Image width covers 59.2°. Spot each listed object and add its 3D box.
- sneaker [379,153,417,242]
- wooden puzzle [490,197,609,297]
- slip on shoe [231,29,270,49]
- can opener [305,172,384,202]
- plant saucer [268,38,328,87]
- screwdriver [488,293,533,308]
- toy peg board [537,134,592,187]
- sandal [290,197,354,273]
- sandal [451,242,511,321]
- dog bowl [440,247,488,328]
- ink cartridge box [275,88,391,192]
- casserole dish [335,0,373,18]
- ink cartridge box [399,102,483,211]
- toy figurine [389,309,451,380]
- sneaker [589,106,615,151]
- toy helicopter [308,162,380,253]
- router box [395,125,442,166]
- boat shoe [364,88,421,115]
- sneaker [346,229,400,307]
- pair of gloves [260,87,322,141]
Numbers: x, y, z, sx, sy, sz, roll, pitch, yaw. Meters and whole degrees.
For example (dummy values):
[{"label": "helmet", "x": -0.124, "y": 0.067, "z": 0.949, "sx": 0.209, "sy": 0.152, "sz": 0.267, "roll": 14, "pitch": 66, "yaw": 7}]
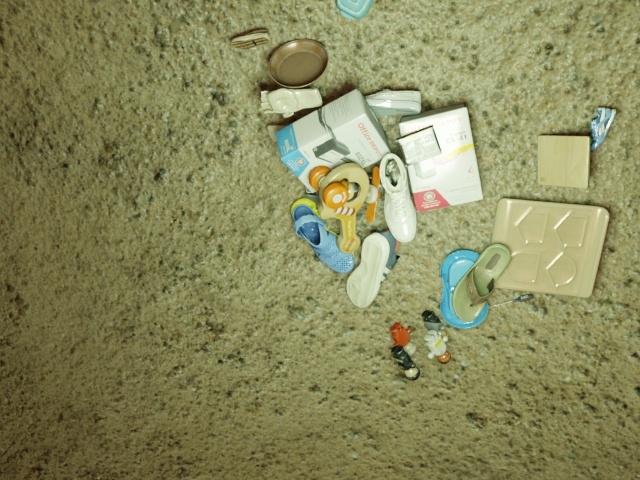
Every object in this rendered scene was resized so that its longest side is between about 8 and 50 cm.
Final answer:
[{"label": "sneaker", "x": 0.244, "y": -0.136, "z": 1.833, "sx": 0.108, "sy": 0.169, "sz": 0.293, "roll": -10, "pitch": 87, "yaw": 15}, {"label": "wooden puzzle", "x": 0.761, "y": 0.021, "z": 1.921, "sx": 0.347, "sy": 0.080, "sz": 0.323, "roll": 7, "pitch": 110, "yaw": 12}, {"label": "slip on shoe", "x": -0.231, "y": -0.671, "z": 1.871, "sx": 0.135, "sy": 0.051, "sz": 0.041, "roll": -6, "pitch": 68, "yaw": 20}, {"label": "can opener", "x": 0.085, "y": -0.184, "z": 1.979, "sx": 0.283, "sy": 0.076, "sz": 0.095, "roll": 0, "pitch": 141, "yaw": 9}, {"label": "plant saucer", "x": -0.069, "y": -0.566, "z": 1.832, "sx": 0.198, "sy": 0.036, "sz": 0.199, "roll": -4, "pitch": 65, "yaw": 8}, {"label": "screwdriver", "x": 0.680, "y": 0.219, "z": 2.032, "sx": 0.169, "sy": 0.024, "sz": 0.025, "roll": -15, "pitch": 76, "yaw": 21}, {"label": "toy peg board", "x": 0.791, "y": -0.260, "z": 1.806, "sx": 0.160, "sy": 0.079, "sz": 0.161, "roll": 12, "pitch": 115, "yaw": 45}, {"label": "sandal", "x": 0.000, "y": 0.000, "z": 2.011, "sx": 0.126, "sy": 0.138, "sz": 0.317, "roll": -41, "pitch": 100, "yaw": 18}, {"label": "sandal", "x": 0.540, "y": 0.146, "z": 1.913, "sx": 0.120, "sy": 0.086, "sz": 0.303, "roll": 24, "pitch": 111, "yaw": 1}, {"label": "dog bowl", "x": 0.511, "y": 0.164, "z": 2.011, "sx": 0.165, "sy": 0.074, "sz": 0.298, "roll": -1, "pitch": 109, "yaw": 10}, {"label": "ink cartridge box", "x": 0.044, "y": -0.317, "z": 1.840, "sx": 0.307, "sy": 0.129, "sz": 0.223, "roll": -25, "pitch": 143, "yaw": 17}, {"label": "casserole dish", "x": 0.120, "y": -0.792, "z": 1.769, "sx": 0.114, "sy": 0.037, "sz": 0.189, "roll": 28, "pitch": 112, "yaw": 0}, {"label": "ink cartridge box", "x": 0.395, "y": -0.270, "z": 1.852, "sx": 0.225, "sy": 0.131, "sz": 0.307, "roll": -11, "pitch": 108, "yaw": 14}, {"label": "toy figurine", "x": 0.365, "y": 0.380, "z": 2.040, "sx": 0.209, "sy": 0.213, "sz": 0.148, "roll": -27, "pitch": 112, "yaw": 15}, {"label": "sneaker", "x": 0.875, "y": -0.353, "z": 1.782, "sx": 0.059, "sy": 0.053, "sz": 0.144, "roll": 19, "pitch": 104, "yaw": 5}, {"label": "toy helicopter", "x": 0.103, "y": -0.105, "z": 1.885, "sx": 0.234, "sy": 0.140, "sz": 0.355, "roll": -20, "pitch": 133, "yaw": -16}, {"label": "router box", "x": 0.309, "y": -0.296, "z": 1.769, "sx": 0.122, "sy": 0.038, "sz": 0.092, "roll": -18, "pitch": 105, "yaw": 18}, {"label": "boat shoe", "x": 0.220, "y": -0.459, "z": 1.854, "sx": 0.226, "sy": 0.083, "sz": 0.076, "roll": 8, "pitch": 79, "yaw": 11}, {"label": "sneaker", "x": 0.205, "y": 0.101, "z": 2.025, "sx": 0.131, "sy": 0.148, "sz": 0.350, "roll": 43, "pitch": 137, "yaw": 23}, {"label": "pair of gloves", "x": -0.090, "y": -0.406, "z": 1.867, "sx": 0.204, "sy": 0.042, "sz": 0.240, "roll": 3, "pitch": 145, "yaw": 9}]
